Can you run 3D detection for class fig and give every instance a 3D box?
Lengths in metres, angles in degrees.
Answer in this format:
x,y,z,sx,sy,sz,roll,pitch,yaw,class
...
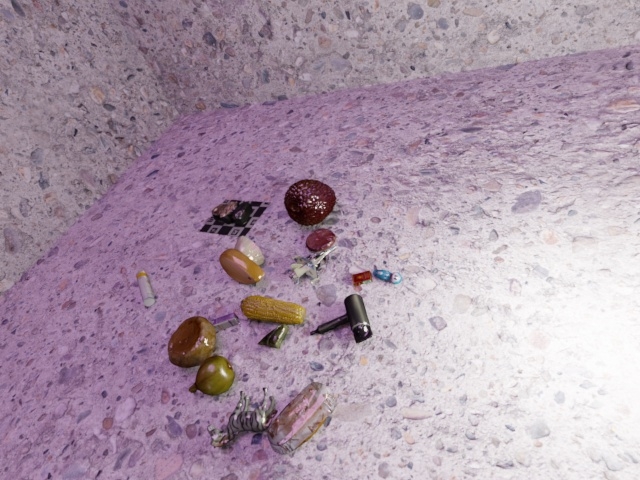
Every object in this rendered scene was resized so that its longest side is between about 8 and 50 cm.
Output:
x,y,z,sx,sy,sz,roll,pitch,yaw,class
-0.430,0.526,1.581,0.186,0.142,0.148,-19,13,-12,fig

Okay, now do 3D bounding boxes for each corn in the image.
x,y,z,sx,sy,sz,roll,pitch,yaw,class
-0.203,0.298,1.735,0.305,0.106,0.106,6,50,27,corn

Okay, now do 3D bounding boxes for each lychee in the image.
x,y,z,sx,sy,sz,roll,pitch,yaw,class
-0.040,-0.202,2.083,0.271,0.271,0.271,-14,42,13,lychee

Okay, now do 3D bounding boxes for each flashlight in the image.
x,y,z,sx,sy,sz,roll,pitch,yaw,class
0.276,0.148,1.697,0.129,0.051,0.051,10,52,42,flashlight

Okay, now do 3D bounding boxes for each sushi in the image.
x,y,z,sx,sy,sz,roll,pitch,yaw,class
-0.524,-0.172,2.386,0.373,0.100,0.296,8,51,32,sushi

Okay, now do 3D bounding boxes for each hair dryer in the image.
x,y,z,sx,sy,sz,roll,pitch,yaw,class
0.071,0.340,1.593,0.248,0.078,0.195,-27,41,13,hair dryer

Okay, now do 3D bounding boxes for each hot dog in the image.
x,y,z,sx,sy,sz,roll,pitch,yaw,class
-0.063,0.596,1.378,0.268,0.075,0.144,-37,46,-16,hot dog

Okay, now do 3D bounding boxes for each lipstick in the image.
x,y,z,sx,sy,sz,roll,pitch,yaw,class
-0.935,0.252,2.186,0.059,0.059,0.264,-34,41,-9,lipstick

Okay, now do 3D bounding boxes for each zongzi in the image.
x,y,z,sx,sy,sz,roll,pitch,yaw,class
-0.194,0.386,1.682,0.119,0.055,0.109,-4,42,39,zongzi

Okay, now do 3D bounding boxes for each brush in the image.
x,y,z,sx,sy,sz,roll,pitch,yaw,class
-0.344,0.106,1.969,0.267,0.174,0.166,24,51,32,brush

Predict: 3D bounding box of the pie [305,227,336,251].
x,y,z,sx,sy,sz,roll,pitch,yaw,class
0.000,0.000,1.992,0.154,0.036,0.154,-14,42,13,pie

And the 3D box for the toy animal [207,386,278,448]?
x,y,z,sx,sy,sz,roll,pitch,yaw,class
-0.272,0.619,1.456,0.255,0.090,0.170,-27,36,9,toy animal

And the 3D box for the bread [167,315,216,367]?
x,y,z,sx,sy,sz,roll,pitch,yaw,class
-0.536,0.435,1.741,0.230,0.123,0.230,-22,43,23,bread

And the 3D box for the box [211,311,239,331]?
x,y,z,sx,sy,sz,roll,pitch,yaw,class
-0.424,0.362,1.820,0.117,0.050,0.036,-19,39,5,box

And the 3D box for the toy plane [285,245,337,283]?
x,y,z,sx,sy,sz,roll,pitch,yaw,class
-0.029,0.105,1.872,0.262,0.088,0.192,-26,45,-16,toy plane

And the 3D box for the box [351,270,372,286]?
x,y,z,sx,sy,sz,roll,pitch,yaw,class
0.177,0.161,1.746,0.082,0.023,0.051,-16,41,11,box
